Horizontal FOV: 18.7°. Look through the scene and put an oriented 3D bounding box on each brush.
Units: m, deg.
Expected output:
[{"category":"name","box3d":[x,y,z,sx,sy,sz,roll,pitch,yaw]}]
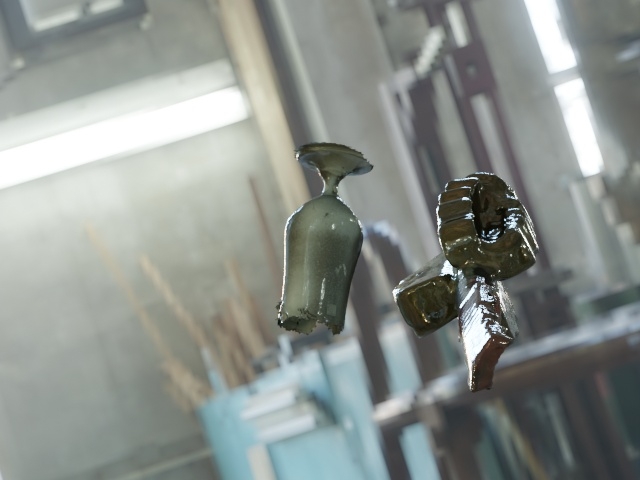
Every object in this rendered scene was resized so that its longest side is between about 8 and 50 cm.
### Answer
[{"category":"brush","box3d":[0.075,0.026,0.975,0.071,0.084,0.301,16,11,1]}]

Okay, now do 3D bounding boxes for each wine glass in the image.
[{"category":"wine glass","box3d":[0.000,0.000,0.865,0.039,0.083,0.042,12,-16,-7]}]
